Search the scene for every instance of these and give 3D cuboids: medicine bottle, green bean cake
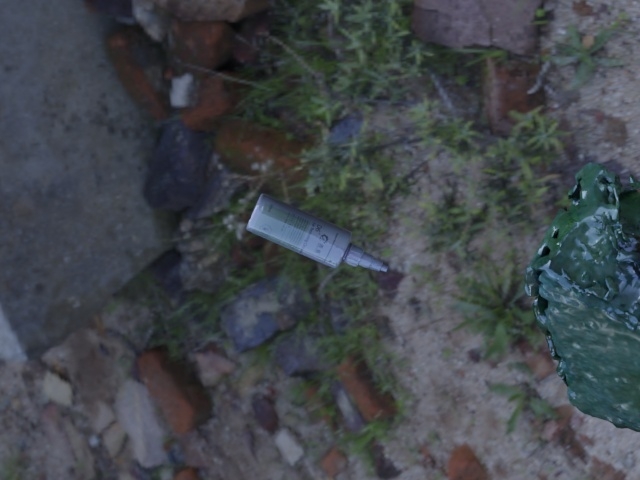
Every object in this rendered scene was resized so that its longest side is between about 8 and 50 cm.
[{"bbox_3d":[0.000,0.000,1.437,0.199,0.057,0.057,24,119,-4],"label":"medicine bottle"},{"bbox_3d":[0.245,0.054,0.644,0.208,0.107,0.193,19,153,31],"label":"green bean cake"}]
